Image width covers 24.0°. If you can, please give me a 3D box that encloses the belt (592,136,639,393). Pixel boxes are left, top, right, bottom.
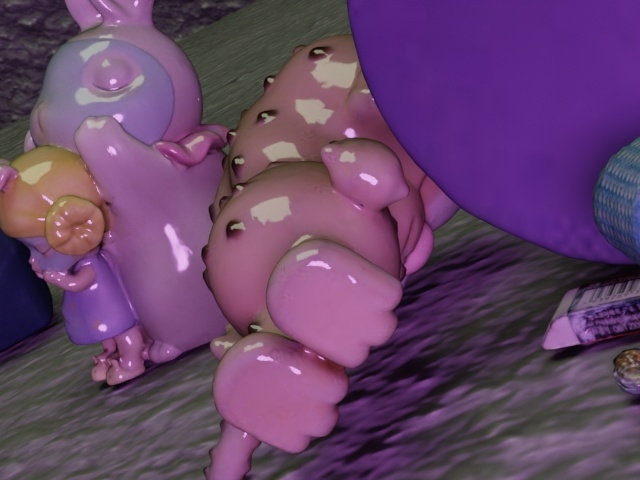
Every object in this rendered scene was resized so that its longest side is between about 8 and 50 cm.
[{"bbox_3d":[0.187,-0.005,0.516,0.179,0.100,0.065,-12,16,-4],"label":"belt"}]

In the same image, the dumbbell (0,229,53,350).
[{"bbox_3d":[-0.356,0.067,1.064,0.325,0.144,0.160,-29,16,-11],"label":"dumbbell"}]

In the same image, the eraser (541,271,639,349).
[{"bbox_3d":[0.132,0.024,0.591,0.099,0.019,0.027,-15,21,31],"label":"eraser"}]

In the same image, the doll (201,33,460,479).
[{"bbox_3d":[0.001,-0.001,0.688,0.154,0.119,0.278,-58,8,29],"label":"doll"}]

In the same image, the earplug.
[{"bbox_3d":[0.195,-0.161,0.746,0.215,0.215,0.456,-18,10,30],"label":"earplug"}]

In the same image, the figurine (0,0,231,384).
[{"bbox_3d":[-0.122,-0.052,0.870,0.155,0.235,0.127,-31,14,-14],"label":"figurine"}]
